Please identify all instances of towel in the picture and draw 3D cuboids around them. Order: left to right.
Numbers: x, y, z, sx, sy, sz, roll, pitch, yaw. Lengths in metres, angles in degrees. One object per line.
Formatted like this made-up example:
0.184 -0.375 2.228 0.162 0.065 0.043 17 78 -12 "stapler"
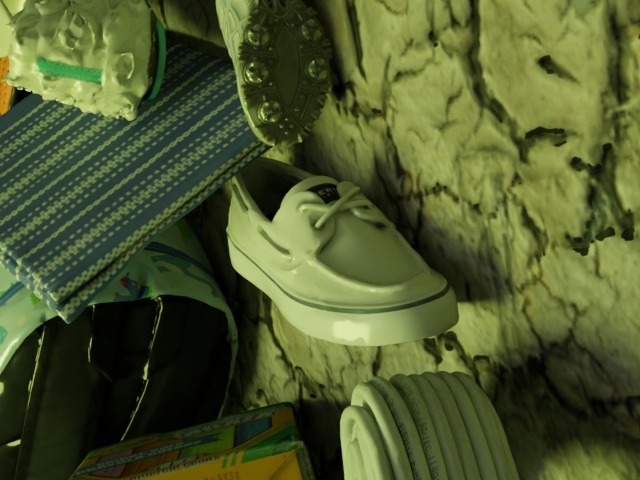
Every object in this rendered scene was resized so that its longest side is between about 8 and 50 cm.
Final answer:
-0.171 -0.067 1.083 0.336 0.243 0.040 28 154 54 "towel"

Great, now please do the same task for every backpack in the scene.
-0.218 0.123 1.204 0.355 0.290 0.273 124 141 -46 "backpack"

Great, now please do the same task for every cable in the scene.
0.070 0.204 0.797 0.257 0.089 0.257 -105 9 -64 "cable"

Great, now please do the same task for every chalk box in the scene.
-0.082 0.234 1.041 0.289 0.179 0.180 159 97 -87 "chalk box"

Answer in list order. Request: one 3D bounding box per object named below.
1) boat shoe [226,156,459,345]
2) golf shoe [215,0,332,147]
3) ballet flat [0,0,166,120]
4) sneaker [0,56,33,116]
0.000 0.000 0.924 0.258 0.095 0.084 23 126 55 "boat shoe"
-0.039 -0.146 0.969 0.086 0.069 0.176 153 113 -67 "golf shoe"
-0.238 -0.218 1.153 0.409 0.147 0.147 -129 36 -58 "ballet flat"
-0.331 -0.135 1.437 0.180 0.124 0.321 59 148 31 "sneaker"
